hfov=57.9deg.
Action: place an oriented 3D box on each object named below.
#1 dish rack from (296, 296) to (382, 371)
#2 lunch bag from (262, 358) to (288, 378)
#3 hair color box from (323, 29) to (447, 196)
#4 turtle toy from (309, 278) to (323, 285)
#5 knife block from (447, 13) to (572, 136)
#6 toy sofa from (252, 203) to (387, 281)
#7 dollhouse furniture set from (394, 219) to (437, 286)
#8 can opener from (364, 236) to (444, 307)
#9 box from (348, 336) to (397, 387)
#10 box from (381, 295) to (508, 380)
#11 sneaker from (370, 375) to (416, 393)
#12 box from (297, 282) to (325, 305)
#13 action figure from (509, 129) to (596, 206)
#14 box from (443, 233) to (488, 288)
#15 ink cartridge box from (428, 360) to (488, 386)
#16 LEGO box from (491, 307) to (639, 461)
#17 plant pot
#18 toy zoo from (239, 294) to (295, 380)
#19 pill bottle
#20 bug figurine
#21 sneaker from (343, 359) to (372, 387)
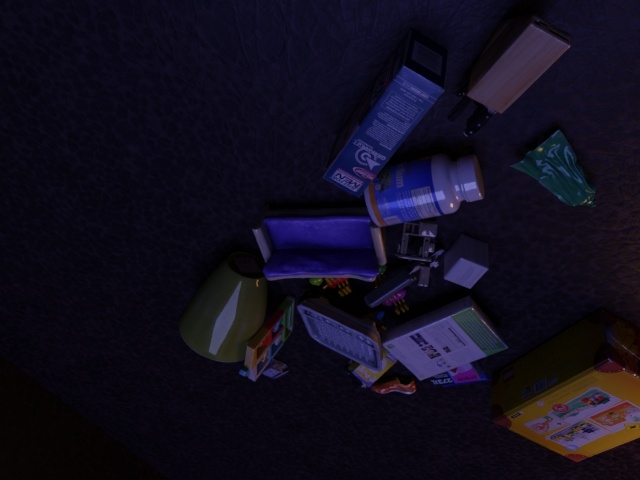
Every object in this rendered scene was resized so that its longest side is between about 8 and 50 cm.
[{"bbox_3d":[0.079,0.295,1.866,0.286,0.072,0.332,23,156,20],"label":"dish rack"},{"bbox_3d":[-0.174,0.507,2.261,0.083,0.053,0.071,28,137,-25],"label":"lunch bag"},{"bbox_3d":[0.141,-0.278,1.308,0.105,0.173,0.347,27,134,-11],"label":"hair color box"},{"bbox_3d":[-0.038,0.086,1.795,0.095,0.066,0.130,-26,122,34],"label":"turtle toy"},{"bbox_3d":[0.359,-0.318,1.170,0.088,0.275,0.242,24,106,-9],"label":"knife block"},{"bbox_3d":[0.000,0.000,1.622,0.363,0.177,0.150,0,134,17],"label":"toy sofa"},{"bbox_3d":[0.248,0.034,1.543,0.101,0.161,0.181,7,96,9],"label":"dollhouse furniture set"},{"bbox_3d":[0.241,0.093,1.688,0.280,0.074,0.093,-42,74,18],"label":"can opener"},{"bbox_3d":[0.197,0.417,2.018,0.179,0.043,0.105,-45,117,0],"label":"box"},{"bbox_3d":[0.388,0.315,1.826,0.322,0.058,0.232,-28,123,28],"label":"box"},{"bbox_3d":[0.271,0.535,2.171,0.175,0.064,0.067,-6,112,14],"label":"sneaker"},{"bbox_3d":[-0.028,0.180,1.888,0.052,0.062,0.083,31,133,-17],"label":"box"},{"bbox_3d":[0.584,-0.154,1.388,0.232,0.063,0.137,39,129,-17],"label":"action figure"},{"bbox_3d":[0.407,0.058,1.620,0.087,0.101,0.101,20,136,-8],"label":"box"},{"bbox_3d":[0.433,0.414,1.997,0.176,0.069,0.371,-17,129,28],"label":"ink cartridge box"},{"bbox_3d":[0.856,0.482,1.849,0.373,0.193,0.500,28,134,-12],"label":"LEGO box"},{"bbox_3d":[-0.282,0.188,1.853,0.275,0.274,0.293,22,120,-6],"label":"plant pot"},{"bbox_3d":[-0.174,0.339,1.927,0.030,0.293,0.192,25,138,17],"label":"toy zoo"},{"bbox_3d":[0.258,-0.130,1.438,0.272,0.152,0.152,-12,129,25],"label":"pill bottle"},{"bbox_3d":[0.149,0.165,1.818,0.216,0.072,0.279,-27,117,27],"label":"bug figurine"},{"bbox_3d":[0.126,0.471,2.119,0.097,0.084,0.234,-2,133,21],"label":"sneaker"}]
